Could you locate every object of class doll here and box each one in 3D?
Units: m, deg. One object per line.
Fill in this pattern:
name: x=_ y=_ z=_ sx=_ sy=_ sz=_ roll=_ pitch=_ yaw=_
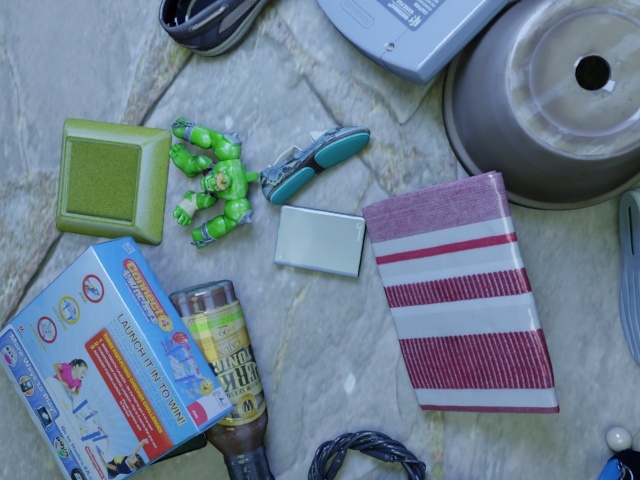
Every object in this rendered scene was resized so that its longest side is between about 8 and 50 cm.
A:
doll: x=0.446 y=0.357 z=0.991 sx=0.129 sy=0.046 sz=0.189 roll=-1 pitch=63 yaw=-13

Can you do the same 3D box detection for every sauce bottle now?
sauce bottle: x=-0.142 y=0.235 z=1.089 sx=0.111 sy=0.111 sz=0.344 roll=-15 pitch=94 yaw=11

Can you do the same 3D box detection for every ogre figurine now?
ogre figurine: x=-0.164 y=-0.092 z=1.074 sx=0.118 sy=0.097 sz=0.197 roll=-5 pitch=79 yaw=28

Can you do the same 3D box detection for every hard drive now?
hard drive: x=0.000 y=0.000 z=1.085 sx=0.135 sy=0.022 sz=0.094 roll=9 pitch=96 yaw=9

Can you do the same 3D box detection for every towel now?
towel: x=0.194 y=0.083 z=0.990 sx=0.237 sy=0.037 sz=0.329 roll=-12 pitch=95 yaw=46

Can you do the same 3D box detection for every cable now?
cable: x=0.075 y=0.369 z=1.100 sx=0.184 sy=0.047 sz=0.151 roll=-25 pitch=86 yaw=14

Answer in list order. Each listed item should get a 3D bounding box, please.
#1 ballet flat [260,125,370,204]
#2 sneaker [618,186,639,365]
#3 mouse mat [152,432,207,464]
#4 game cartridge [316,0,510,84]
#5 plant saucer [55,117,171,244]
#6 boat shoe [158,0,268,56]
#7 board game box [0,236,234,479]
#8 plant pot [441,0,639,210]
ballet flat: x=-0.015 y=-0.130 z=1.060 sx=0.188 sy=0.070 sz=0.070 roll=-33 pitch=89 yaw=7
sneaker: x=0.477 y=0.053 z=0.973 sx=0.091 sy=0.094 sz=0.258 roll=-5 pitch=100 yaw=-3
mouse mat: x=-0.264 y=0.276 z=1.118 sx=0.189 sy=0.007 sz=0.153 roll=-29 pitch=86 yaw=39
game cartridge: x=0.106 y=-0.346 z=0.955 sx=0.198 sy=0.062 sz=0.297 roll=-46 pitch=55 yaw=14
plant saucer: x=-0.342 y=-0.095 z=1.125 sx=0.188 sy=0.045 sz=0.188 roll=8 pitch=96 yaw=9
boat shoe: x=-0.101 y=-0.411 z=0.984 sx=0.132 sy=0.130 sz=0.355 roll=42 pitch=110 yaw=10
board game box: x=-0.328 y=0.203 z=1.069 sx=0.302 sy=0.086 sz=0.308 roll=-36 pitch=82 yaw=28
plant pot: x=0.314 y=-0.192 z=0.885 sx=0.323 sy=0.280 sz=0.323 roll=1 pitch=95 yaw=11
